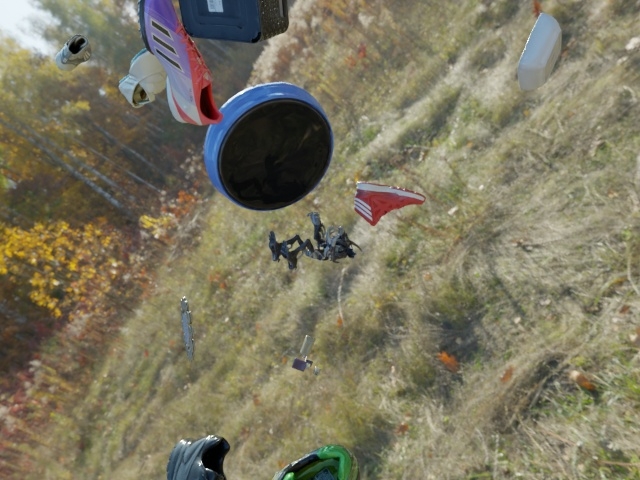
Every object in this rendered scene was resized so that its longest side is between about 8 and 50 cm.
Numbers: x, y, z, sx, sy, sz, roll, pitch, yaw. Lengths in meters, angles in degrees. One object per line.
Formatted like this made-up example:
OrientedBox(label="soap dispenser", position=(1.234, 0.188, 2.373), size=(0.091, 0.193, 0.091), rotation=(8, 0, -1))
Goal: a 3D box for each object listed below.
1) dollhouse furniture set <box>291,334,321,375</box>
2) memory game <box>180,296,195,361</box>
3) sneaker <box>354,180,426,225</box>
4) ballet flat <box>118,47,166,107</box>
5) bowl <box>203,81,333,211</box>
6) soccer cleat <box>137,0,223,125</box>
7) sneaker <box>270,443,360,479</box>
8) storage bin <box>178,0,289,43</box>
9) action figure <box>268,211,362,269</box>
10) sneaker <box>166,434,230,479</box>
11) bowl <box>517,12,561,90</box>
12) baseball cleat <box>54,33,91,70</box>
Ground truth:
OrientedBox(label="dollhouse furniture set", position=(-0.026, 0.352, 1.591), size=(0.081, 0.091, 0.114), rotation=(-68, -2, -75))
OrientedBox(label="memory game", position=(-0.372, 0.249, 1.405), size=(0.186, 0.012, 0.186), rotation=(174, 90, -66))
OrientedBox(label="sneaker", position=(0.203, -0.102, 1.522), size=(0.087, 0.221, 0.128), rotation=(-119, 40, -77))
OrientedBox(label="ballet flat", position=(-0.628, -0.580, 1.823), size=(0.400, 0.139, 0.139), rotation=(-6, 52, 56))
OrientedBox(label="bowl", position=(-0.137, -0.256, 1.453), size=(0.391, 0.391, 0.077), rotation=(-52, 44, 14))
OrientedBox(label="soccer cleat", position=(-0.296, -0.392, 1.095), size=(0.318, 0.116, 0.108), rotation=(84, -152, -48))
OrientedBox(label="sneaker", position=(-0.081, 0.474, 0.878), size=(0.343, 0.134, 0.146), rotation=(-37, -33, -19))
OrientedBox(label="storage bin", position=(-0.154, -0.418, 0.868), size=(0.084, 0.180, 0.122), rotation=(-44, -39, -44))
OrientedBox(label="action figure", position=(0.000, 0.000, 1.454), size=(0.164, 0.276, 0.140), rotation=(30, 122, 51))
OrientedBox(label="sneaker", position=(-0.249, 0.509, 0.972), size=(0.130, 0.109, 0.286), rotation=(-27, 38, 24))
OrientedBox(label="bowl", position=(0.500, -0.419, 1.132), size=(0.142, 0.053, 0.142), rotation=(23, -90, -64))
OrientedBox(label="baseball cleat", position=(-0.699, -0.562, 1.461), size=(0.109, 0.072, 0.206), rotation=(-35, 36, 25))
